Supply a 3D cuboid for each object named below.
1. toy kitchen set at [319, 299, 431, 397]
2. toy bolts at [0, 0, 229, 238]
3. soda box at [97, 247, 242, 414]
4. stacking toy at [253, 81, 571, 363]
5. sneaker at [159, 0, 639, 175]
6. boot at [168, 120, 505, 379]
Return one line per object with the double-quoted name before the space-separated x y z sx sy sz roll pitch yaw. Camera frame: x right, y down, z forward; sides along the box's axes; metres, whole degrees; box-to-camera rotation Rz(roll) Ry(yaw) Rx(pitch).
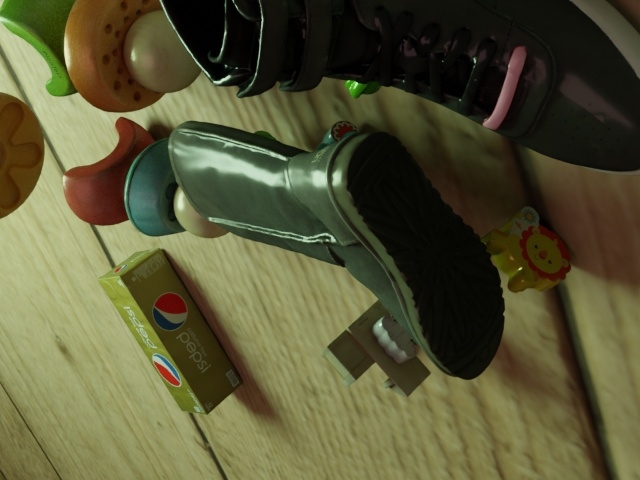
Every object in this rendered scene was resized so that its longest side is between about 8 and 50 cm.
"toy kitchen set" 0.042 0.095 0.708 0.068 0.083 0.075 48 147 5
"toy bolts" -0.164 -0.067 0.714 0.158 0.218 0.228 17 153 32
"soda box" -0.162 0.099 0.979 0.061 0.058 0.181 -8 115 53
"stacking toy" 0.045 -0.028 0.622 0.221 0.052 0.167 51 145 4
"sneaker" 0.034 -0.099 0.473 0.296 0.147 0.104 37 143 18
"boot" 0.002 -0.001 0.586 0.208 0.076 0.189 1 129 52
